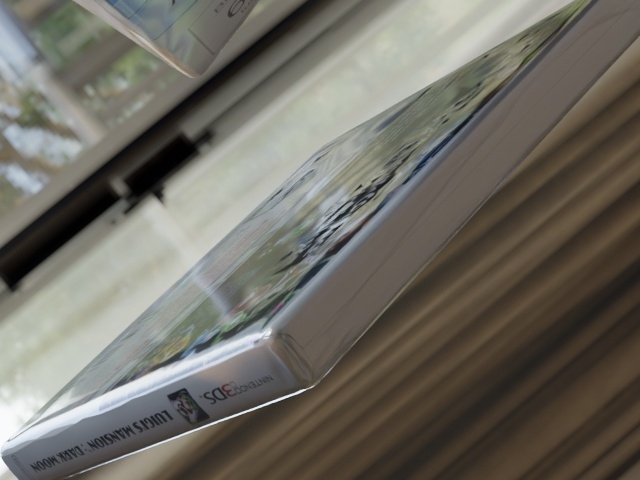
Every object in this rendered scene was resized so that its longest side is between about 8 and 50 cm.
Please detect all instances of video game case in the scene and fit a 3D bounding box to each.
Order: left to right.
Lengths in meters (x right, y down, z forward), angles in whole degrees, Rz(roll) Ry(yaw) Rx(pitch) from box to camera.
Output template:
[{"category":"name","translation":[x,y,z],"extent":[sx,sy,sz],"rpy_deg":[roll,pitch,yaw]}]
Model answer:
[{"category":"video game case","translation":[0.000,0.000,0.514],"extent":[0.022,0.190,0.173],"rpy_deg":[52,143,-9]}]

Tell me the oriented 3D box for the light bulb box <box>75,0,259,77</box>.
[{"category":"light bulb box","translation":[-0.055,-0.280,0.549],"extent":[0.225,0.358,0.361],"rpy_deg":[37,-178,6]}]
